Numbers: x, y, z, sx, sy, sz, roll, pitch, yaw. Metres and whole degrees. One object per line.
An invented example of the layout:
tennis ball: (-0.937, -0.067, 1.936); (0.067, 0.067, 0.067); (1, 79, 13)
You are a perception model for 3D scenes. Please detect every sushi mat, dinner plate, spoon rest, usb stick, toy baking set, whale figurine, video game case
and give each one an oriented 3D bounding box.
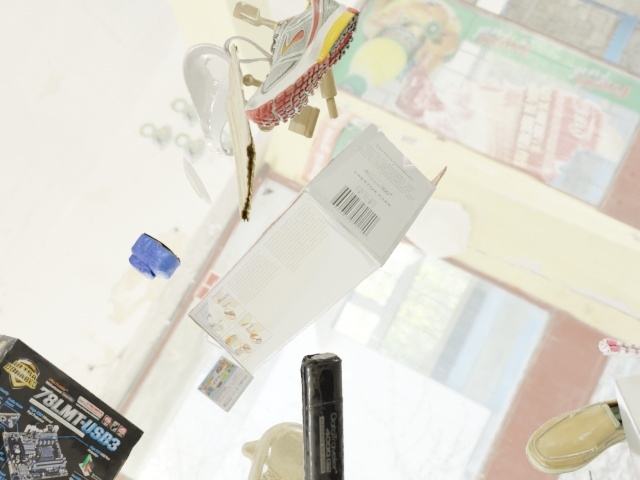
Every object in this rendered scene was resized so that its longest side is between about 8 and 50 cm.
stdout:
sushi mat: (-0.133, -0.184, 1.233); (0.316, 0.019, 0.151); (-104, 19, -47)
dinner plate: (-0.320, -0.149, 1.921); (0.017, 0.141, 0.141); (-31, -20, -14)
spoon rest: (-0.219, -0.288, 1.590); (0.084, 0.137, 0.276); (-64, -22, -44)
usb stick: (0.004, 0.323, 1.250); (0.045, 0.077, 0.278); (9, 103, 61)
toy baking set: (-0.072, -0.303, 1.347); (0.030, 0.197, 0.256); (-62, -34, -66)
whale figurine: (-0.107, 0.570, 1.818); (0.272, 0.216, 0.141); (-50, -13, -13)
video game case: (-0.193, 0.287, 1.513); (0.087, 0.122, 0.011); (-53, -53, -13)

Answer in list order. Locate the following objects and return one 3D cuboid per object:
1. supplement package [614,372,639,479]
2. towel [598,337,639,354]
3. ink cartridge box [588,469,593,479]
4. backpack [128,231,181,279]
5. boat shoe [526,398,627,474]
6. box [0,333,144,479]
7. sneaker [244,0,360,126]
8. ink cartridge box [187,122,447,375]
supplement package: (0.355, 0.221, 0.627); (0.244, 0.139, 0.133); (-75, -33, -67)
towel: (0.584, 0.190, 1.282); (0.144, 0.197, 0.029); (32, -116, -72)
ink cartridge box: (0.392, 0.485, 1.040); (0.165, 0.065, 0.332); (-76, -34, -52)
backpack: (-0.438, 0.055, 1.999); (0.101, 0.120, 0.098); (-58, -15, -11)
boat shoe: (0.343, 0.229, 0.934); (0.190, 0.068, 0.072); (-18, -32, -22)
box: (-0.463, 0.346, 1.159); (0.295, 0.073, 0.293); (50, -124, -35)
sneaker: (-0.038, -0.249, 1.040); (0.225, 0.093, 0.088); (-55, -10, -22)
ink cartridge box: (0.000, 0.000, 1.033); (0.309, 0.130, 0.272); (-44, 3, 40)
